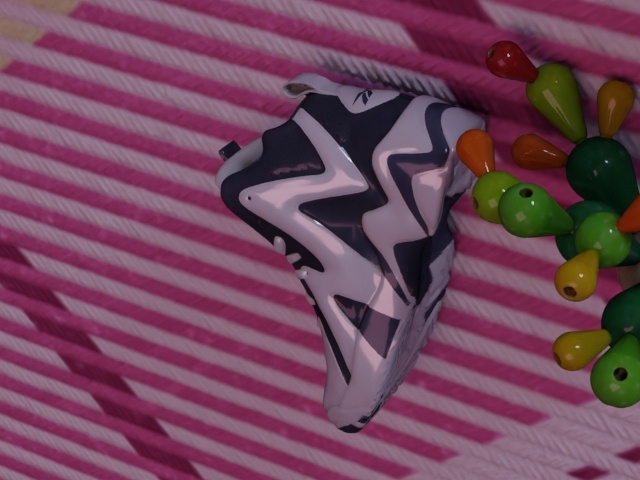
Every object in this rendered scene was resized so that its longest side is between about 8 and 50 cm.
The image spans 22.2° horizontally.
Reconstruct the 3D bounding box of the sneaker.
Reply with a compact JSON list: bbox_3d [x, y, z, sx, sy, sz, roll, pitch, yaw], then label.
[{"bbox_3d":[0.000,0.000,1.015,0.153,0.094,0.235,25,129,17],"label":"sneaker"}]

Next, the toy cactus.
[{"bbox_3d":[0.168,-0.006,0.885,0.180,0.219,0.112,23,125,-38],"label":"toy cactus"}]
